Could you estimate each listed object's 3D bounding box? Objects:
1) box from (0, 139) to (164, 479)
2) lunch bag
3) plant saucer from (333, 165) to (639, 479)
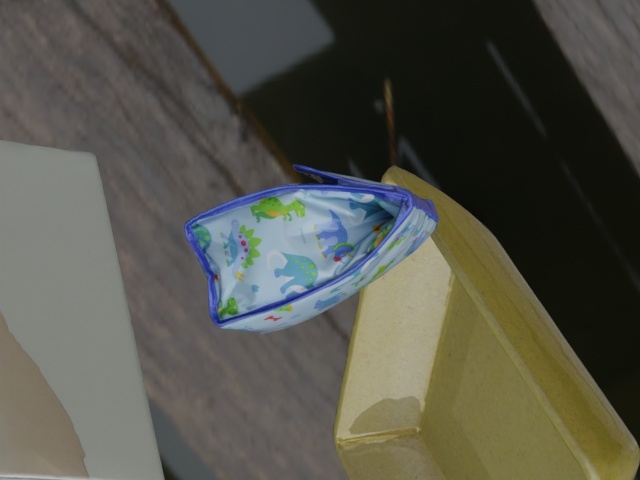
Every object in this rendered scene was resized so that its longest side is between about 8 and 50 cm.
[{"bbox_3d":[-0.193,0.084,1.161,0.121,0.311,0.148,8,126,-23],"label":"box"},{"bbox_3d":[0.000,0.000,1.246,0.151,0.129,0.096,-18,84,10],"label":"lunch bag"},{"bbox_3d":[0.127,0.159,1.414,0.081,0.333,0.332,-11,137,-22],"label":"plant saucer"}]
